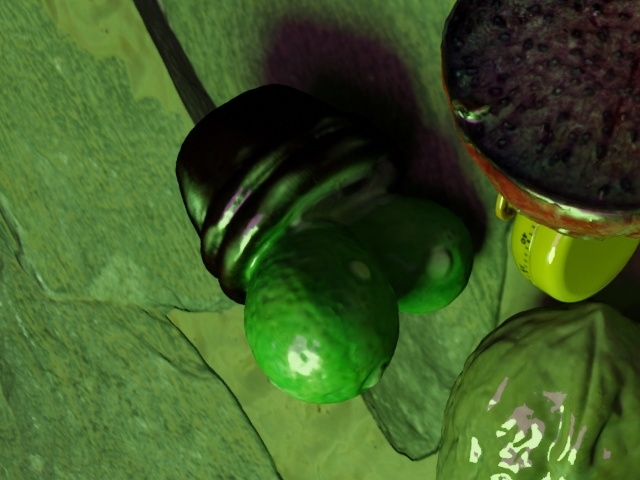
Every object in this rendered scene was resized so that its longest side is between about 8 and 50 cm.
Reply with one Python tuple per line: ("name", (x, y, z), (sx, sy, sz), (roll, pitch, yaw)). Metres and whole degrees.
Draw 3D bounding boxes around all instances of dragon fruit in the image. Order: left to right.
("dragon fruit", (0.189, -0.079, 0.847), (0.224, 0.218, 0.148), (3, 154, 14))

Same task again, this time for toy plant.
("toy plant", (0.000, 0.000, 1.031), (0.235, 0.218, 0.175), (46, 137, 20))

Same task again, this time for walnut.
("walnut", (0.177, 0.138, 1.005), (0.178, 0.178, 0.230), (27, 128, 25))

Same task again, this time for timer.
("timer", (0.185, -0.007, 0.935), (0.109, 0.107, 0.107), (36, 137, 37))
